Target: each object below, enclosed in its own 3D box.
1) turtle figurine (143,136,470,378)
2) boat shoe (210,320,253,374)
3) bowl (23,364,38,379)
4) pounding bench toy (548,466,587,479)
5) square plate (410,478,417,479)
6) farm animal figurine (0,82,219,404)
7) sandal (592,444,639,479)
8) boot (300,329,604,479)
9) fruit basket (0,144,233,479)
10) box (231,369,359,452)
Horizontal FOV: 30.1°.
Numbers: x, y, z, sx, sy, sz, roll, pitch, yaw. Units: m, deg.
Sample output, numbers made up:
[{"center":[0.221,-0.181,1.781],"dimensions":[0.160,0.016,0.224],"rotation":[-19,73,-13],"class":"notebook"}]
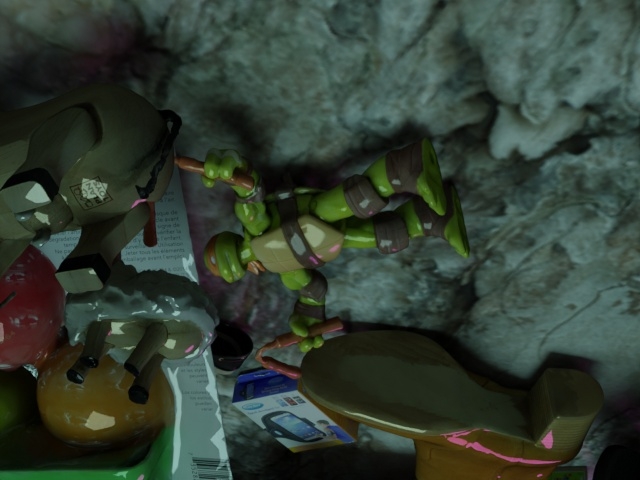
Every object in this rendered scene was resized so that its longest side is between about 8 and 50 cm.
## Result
[{"center":[0.000,0.000,0.923],"dimensions":[0.217,0.087,0.269],"rotation":[-15,131,16],"class":"turtle figurine"},{"center":[-0.125,0.085,1.098],"dimensions":[0.133,0.049,0.042],"rotation":[21,137,-23],"class":"boat shoe"},{"center":[-0.257,0.147,1.159],"dimensions":[0.170,0.080,0.170],"rotation":[6,122,9],"class":"bowl"},{"center":[0.269,0.300,1.300],"dimensions":[0.052,0.083,0.065],"rotation":[-5,143,15],"class":"pounding bench toy"},{"center":[0.067,0.376,1.403],"dimensions":[0.344,0.049,0.347],"rotation":[-8,139,-5],"class":"square plate"},{"center":[-0.239,-0.061,0.808],"dimensions":[0.327,0.172,0.330],"rotation":[5,133,17],"class":"farm animal figurine"},{"center":[0.329,0.302,1.295],"dimensions":[0.054,0.097,0.254],"rotation":[16,154,36],"class":"sandal"},{"center":[0.111,0.187,1.152],"dimensions":[0.295,0.104,0.211],"rotation":[7,145,-8],"class":"boot"},{"center":[-0.243,0.091,1.010],"dimensions":[0.327,0.165,0.353],"rotation":[-4,104,13],"class":"fruit basket"},{"center":[-0.029,0.174,1.223],"dimensions":[0.081,0.028,0.136],"rotation":[-16,141,29],"class":"box"}]
